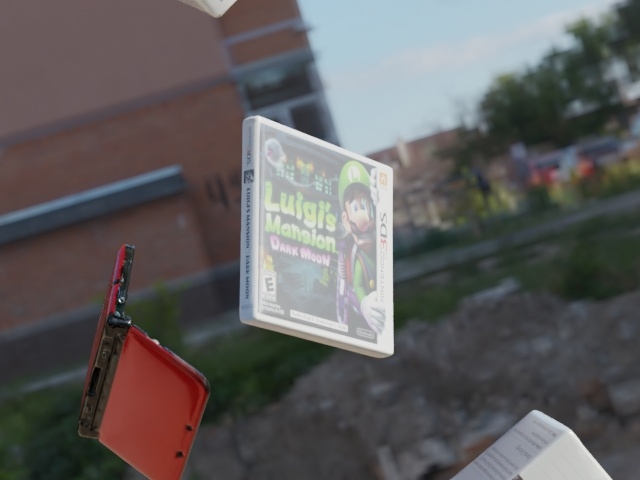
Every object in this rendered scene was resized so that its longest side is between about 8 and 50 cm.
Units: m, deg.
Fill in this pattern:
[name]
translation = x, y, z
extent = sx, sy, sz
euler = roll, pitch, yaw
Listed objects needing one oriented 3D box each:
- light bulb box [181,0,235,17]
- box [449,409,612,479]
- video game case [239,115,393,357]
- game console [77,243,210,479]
[light bulb box]
translation = -0.172, -0.388, 1.475
extent = 0.225, 0.358, 0.361
euler = -47, 27, -6
[box]
translation = 0.221, 0.264, 1.754
extent = 0.119, 0.181, 0.182
euler = -41, 4, -2
[video game case]
translation = 0.000, 0.000, 1.640
extent = 0.022, 0.173, 0.190
euler = -11, -19, 37
[game console]
translation = -0.130, 0.096, 1.467
extent = 0.085, 0.124, 0.144
euler = 13, -44, -8
